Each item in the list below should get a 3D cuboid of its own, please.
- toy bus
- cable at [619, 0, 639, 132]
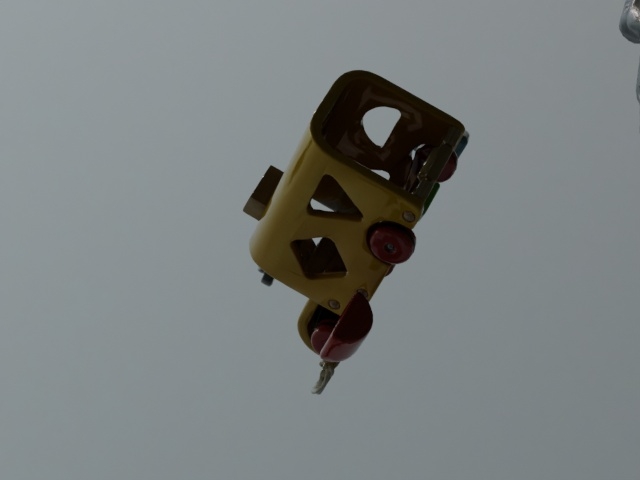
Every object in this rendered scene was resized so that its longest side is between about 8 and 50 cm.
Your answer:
[{"bbox_3d":[0.006,-0.011,1.186,0.104,0.202,0.191,30,178,0],"label":"toy bus"},{"bbox_3d":[0.139,-0.044,0.555,0.047,0.150,0.184,-14,-147,28],"label":"cable"}]
